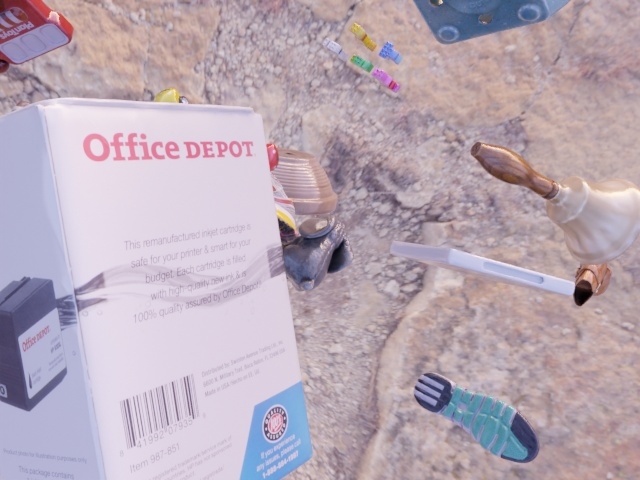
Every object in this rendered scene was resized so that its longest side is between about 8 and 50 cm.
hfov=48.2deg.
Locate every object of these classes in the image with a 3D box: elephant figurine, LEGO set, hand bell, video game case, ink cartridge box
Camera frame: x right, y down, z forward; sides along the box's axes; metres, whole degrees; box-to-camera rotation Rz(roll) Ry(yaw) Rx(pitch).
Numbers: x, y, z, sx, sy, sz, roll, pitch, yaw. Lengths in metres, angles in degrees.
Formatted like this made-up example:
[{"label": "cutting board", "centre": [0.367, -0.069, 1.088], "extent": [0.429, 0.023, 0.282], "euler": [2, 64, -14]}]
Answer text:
[{"label": "elephant figurine", "centre": [0.000, 0.000, 1.698], "extent": [0.239, 0.169, 0.186], "euler": [-42, 73, -11]}, {"label": "LEGO set", "centre": [0.101, -0.447, 1.669], "extent": [0.227, 0.093, 0.087], "euler": [37, 96, 28]}, {"label": "hand bell", "centre": [0.285, -0.069, 0.914], "extent": [0.242, 0.126, 0.126], "euler": [24, 80, -26]}, {"label": "video game case", "centre": [0.214, 0.035, 0.983], "extent": [0.183, 0.201, 0.023], "euler": [15, 88, -16]}, {"label": "ink cartridge box", "centre": [-0.135, 0.057, 0.560], "extent": [0.129, 0.223, 0.308], "euler": [-7, 93, 34]}]

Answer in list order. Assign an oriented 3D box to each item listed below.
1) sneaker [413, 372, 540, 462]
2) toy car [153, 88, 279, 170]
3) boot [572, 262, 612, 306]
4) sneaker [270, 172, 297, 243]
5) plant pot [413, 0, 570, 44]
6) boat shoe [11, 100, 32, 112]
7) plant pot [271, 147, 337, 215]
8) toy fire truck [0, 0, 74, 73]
[{"label": "sneaker", "centre": [0.267, 0.289, 1.193], "extent": [0.223, 0.098, 0.083], "euler": [30, 90, 28]}, {"label": "toy car", "centre": [-0.218, -0.127, 1.269], "extent": [0.239, 0.225, 0.053], "euler": [29, 38, -9]}, {"label": "boot", "centre": [0.608, 0.096, 1.619], "extent": [0.073, 0.197, 0.152], "euler": [9, 48, 29]}, {"label": "sneaker", "centre": [-0.121, -0.083, 1.201], "extent": [0.088, 0.225, 0.093], "euler": [-19, 49, 26]}, {"label": "plant pot", "centre": [0.202, -0.394, 0.879], "extent": [0.247, 0.247, 0.252], "euler": [44, 51, -45]}, {"label": "boat shoe", "centre": [-0.615, -0.187, 1.497], "extent": [0.095, 0.257, 0.095], "euler": [24, 65, 3]}, {"label": "plant pot", "centre": [-0.076, -0.136, 1.547], "extent": [0.237, 0.237, 0.110], "euler": [5, 105, -9]}, {"label": "toy fire truck", "centre": [-0.722, -0.464, 1.528], "extent": [0.302, 0.254, 0.169], "euler": [-18, 54, 18]}]
